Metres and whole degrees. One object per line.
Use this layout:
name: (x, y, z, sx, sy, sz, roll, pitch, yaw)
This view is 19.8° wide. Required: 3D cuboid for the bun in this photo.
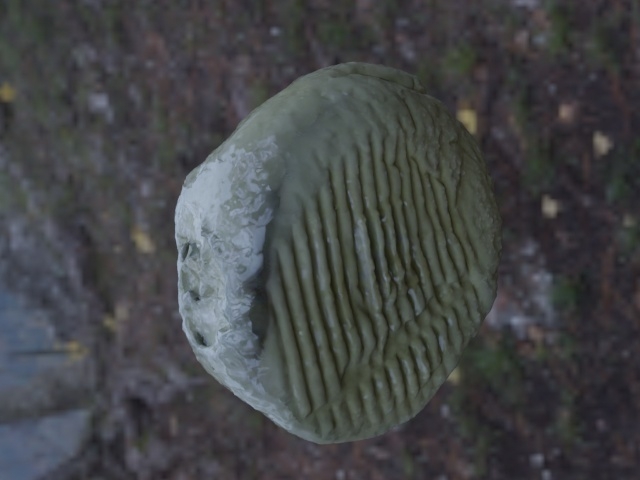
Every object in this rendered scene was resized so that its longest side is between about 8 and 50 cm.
bun: (0.000, 0.000, 1.055, 0.134, 0.220, 0.220, 16, 109, 46)
